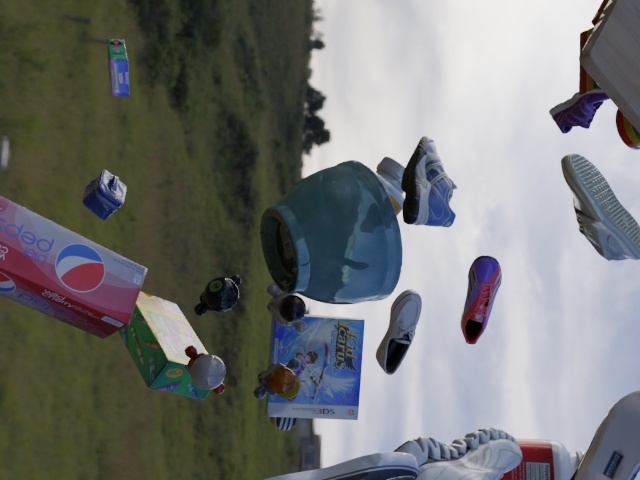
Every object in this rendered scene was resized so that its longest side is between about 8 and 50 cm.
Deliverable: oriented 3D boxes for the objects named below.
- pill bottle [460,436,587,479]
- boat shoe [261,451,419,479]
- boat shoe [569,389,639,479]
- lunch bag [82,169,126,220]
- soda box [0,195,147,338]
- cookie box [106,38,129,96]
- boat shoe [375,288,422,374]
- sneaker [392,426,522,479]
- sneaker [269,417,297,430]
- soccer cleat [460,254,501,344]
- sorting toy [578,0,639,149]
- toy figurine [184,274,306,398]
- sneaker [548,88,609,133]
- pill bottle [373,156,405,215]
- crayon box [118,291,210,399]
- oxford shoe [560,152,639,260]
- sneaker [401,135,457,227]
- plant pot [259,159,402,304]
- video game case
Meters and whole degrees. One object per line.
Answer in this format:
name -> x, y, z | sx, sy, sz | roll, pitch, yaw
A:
pill bottle -> 0.632, 0.726, 2.269 | 0.229, 0.407, 0.229 | -1, 90, -78
boat shoe -> 0.023, 0.323, 0.916 | 0.080, 0.228, 0.076 | 106, -27, -46
boat shoe -> 0.625, 0.480, 1.614 | 0.340, 0.127, 0.158 | -43, 162, -25
lunch bag -> -0.438, -0.098, 1.515 | 0.065, 0.067, 0.098 | -38, -147, 17
soda box -> -0.361, 0.028, 0.936 | 0.083, 0.263, 0.092 | -27, -138, 45
cookie box -> -0.455, -0.390, 1.660 | 0.107, 0.040, 0.092 | -115, -154, -46
boat shoe -> 0.239, 0.277, 2.202 | 0.088, 0.096, 0.268 | -116, -132, -65
sneaker -> 0.213, 0.355, 1.095 | 0.110, 0.292, 0.118 | -55, -130, 28
sneaker -> -0.105, 0.419, 2.102 | 0.132, 0.086, 0.229 | -12, -122, 63
soccer cleat -> 0.514, 0.193, 2.371 | 0.116, 0.108, 0.318 | -71, 169, -53
sorting toy -> 0.529, -0.286, 1.215 | 0.255, 0.257, 0.089 | -57, -160, -23
toy figurine -> -0.129, 0.174, 1.314 | 0.148, 0.209, 0.213 | 156, -55, -74
sneaker -> 0.522, -0.258, 1.440 | 0.071, 0.068, 0.170 | 67, -21, 5
pill bottle -> 0.104, -0.072, 1.562 | 0.208, 0.117, 0.117 | -51, -168, -5
crayon box -> -0.364, 0.235, 1.705 | 0.081, 0.165, 0.278 | -52, -133, 9
oxford shoe -> 0.785, -0.076, 2.108 | 0.130, 0.449, 0.169 | -18, -136, 38
sneaker -> 0.189, -0.097, 1.274 | 0.080, 0.081, 0.211 | 114, -11, -48
plant pot -> 0.000, 0.000, 1.464 | 0.293, 0.196, 0.293 | 40, -44, 53
video game case -> -0.014, 0.332, 1.946 | 0.061, 0.244, 0.270 | 173, -79, -80
